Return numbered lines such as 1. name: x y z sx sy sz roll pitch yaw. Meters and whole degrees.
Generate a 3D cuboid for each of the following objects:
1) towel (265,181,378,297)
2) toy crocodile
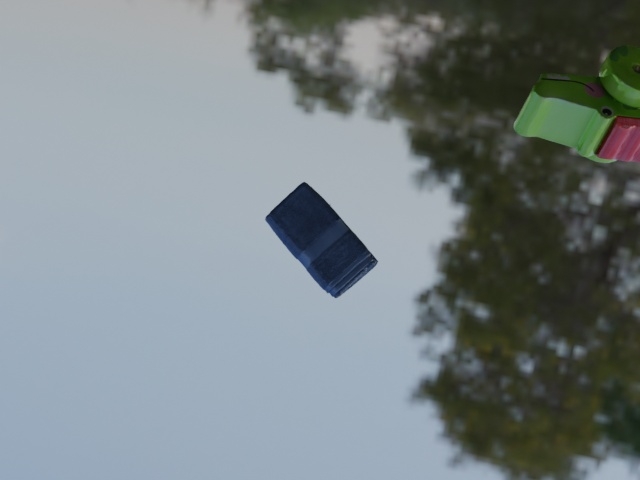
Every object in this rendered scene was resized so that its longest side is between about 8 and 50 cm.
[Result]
1. towel: 0.000 0.000 1.931 0.119 0.067 0.029 49 173 5
2. toy crocodile: 0.361 -0.116 1.836 0.340 0.115 0.105 6 -130 -22
